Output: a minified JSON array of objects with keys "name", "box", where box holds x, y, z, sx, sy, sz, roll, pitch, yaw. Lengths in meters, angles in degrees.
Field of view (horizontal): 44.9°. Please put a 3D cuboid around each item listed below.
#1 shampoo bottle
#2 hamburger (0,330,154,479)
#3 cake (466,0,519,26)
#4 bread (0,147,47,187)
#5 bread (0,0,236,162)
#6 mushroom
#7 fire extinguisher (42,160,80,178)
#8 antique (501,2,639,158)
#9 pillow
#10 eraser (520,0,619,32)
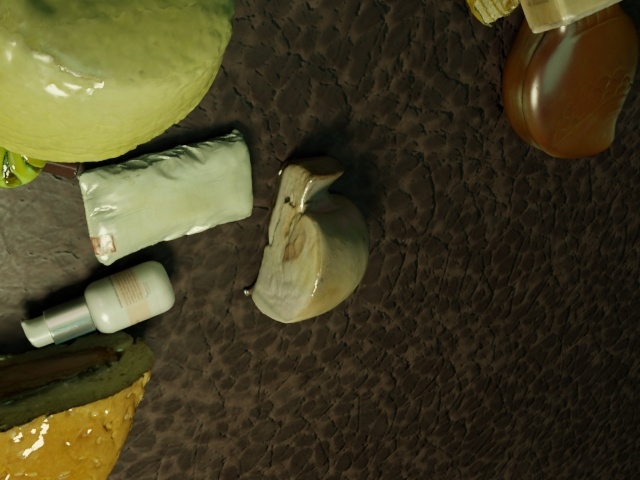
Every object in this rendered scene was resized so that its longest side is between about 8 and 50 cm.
[{"name":"shampoo bottle","box":[-0.291,0.091,1.024,0.192,0.074,0.074,-23,125,-18]},{"name":"hamburger","box":[-0.370,0.264,1.023,0.330,0.162,0.209,-17,122,-26]},{"name":"cake","box":[0.210,-0.380,1.070,0.080,0.116,0.185,-38,162,20]},{"name":"bread","box":[-0.347,-0.129,0.846,0.130,0.071,0.139,43,63,-26]},{"name":"bread","box":[-0.247,-0.237,0.742,0.321,0.237,0.320,5,80,-29]},{"name":"mushroom","box":[0.020,0.014,1.098,0.162,0.173,0.236,0,115,-32]},{"name":"fire extinguisher","box":[-0.371,-0.101,0.903,0.173,0.035,0.049,15,146,-35]},{"name":"antique","box":[0.377,-0.256,1.176,0.223,0.129,0.278,-30,127,-12]},{"name":"pillow","box":[-0.194,-0.058,1.012,0.229,0.051,0.128,-19,117,-21]},{"name":"eraser","box":[0.291,-0.452,0.980,0.144,0.078,0.343,-27,104,-15]}]
